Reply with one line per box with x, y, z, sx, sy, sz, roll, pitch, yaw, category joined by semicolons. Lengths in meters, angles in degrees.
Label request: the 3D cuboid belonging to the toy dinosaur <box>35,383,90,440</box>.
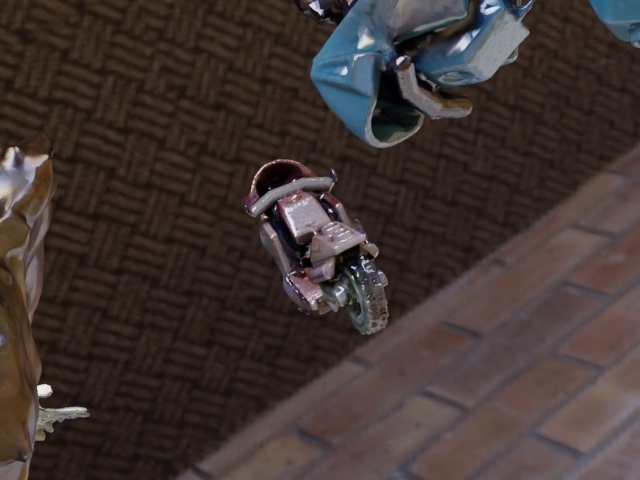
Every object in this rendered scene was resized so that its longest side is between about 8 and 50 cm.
-0.311;0.177;1.354;0.208;0.039;0.082;-8;144;0;toy dinosaur

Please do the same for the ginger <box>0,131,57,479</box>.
-0.260;0.062;0.824;0.223;0.200;0.269;1;58;-11;ginger

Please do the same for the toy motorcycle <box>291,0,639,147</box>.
0.148;-0.193;1.199;0.172;0.416;0.232;23;68;-63;toy motorcycle

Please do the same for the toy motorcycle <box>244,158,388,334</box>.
0.001;-0.001;1.185;0.082;0.213;0.122;-28;108;-12;toy motorcycle
